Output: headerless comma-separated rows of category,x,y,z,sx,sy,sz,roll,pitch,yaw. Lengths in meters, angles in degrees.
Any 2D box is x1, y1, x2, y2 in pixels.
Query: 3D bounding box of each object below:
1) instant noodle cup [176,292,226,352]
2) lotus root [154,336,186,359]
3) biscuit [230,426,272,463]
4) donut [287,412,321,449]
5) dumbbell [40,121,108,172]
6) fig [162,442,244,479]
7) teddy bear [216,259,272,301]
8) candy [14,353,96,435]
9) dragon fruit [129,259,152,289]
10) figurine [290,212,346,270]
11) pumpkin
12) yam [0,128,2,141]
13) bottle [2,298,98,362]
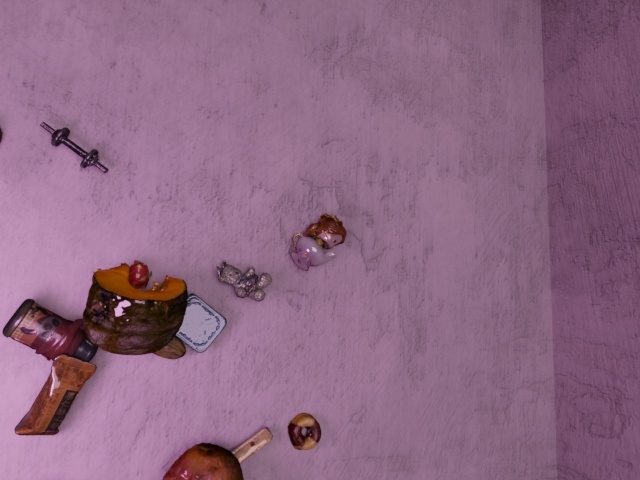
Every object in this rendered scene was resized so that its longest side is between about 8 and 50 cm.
instant noodle cup,-0.455,0.302,1.740,0.179,0.070,0.157,43,70,-14
lotus root,-0.558,0.362,1.680,0.179,0.081,0.089,39,41,-17
biscuit,-0.267,0.769,1.773,0.188,0.052,0.056,-31,84,-25
donut,-0.059,0.753,1.865,0.141,0.059,0.140,4,82,-27
dumbbell,-0.846,-0.318,1.642,0.254,0.082,0.081,38,70,-15
fig,-0.373,0.894,1.644,0.286,0.286,0.368,-38,129,-23
teddy bear,-0.296,0.159,1.822,0.213,0.111,0.133,24,51,5
candy,-0.828,0.490,1.506,0.143,0.101,0.271,32,84,-48
dragon fruit,-0.645,0.132,1.673,0.086,0.081,0.116,29,76,-29
figurine,0.000,0.000,1.945,0.189,0.142,0.263,41,67,11
pumpkin,-0.595,0.225,1.542,0.304,0.256,0.225,12,110,-3
yam,-1.110,-0.341,1.529,0.141,0.079,0.079,-3,84,-23
bottle,-0.847,0.299,1.529,0.271,0.143,0.156,37,94,-25
